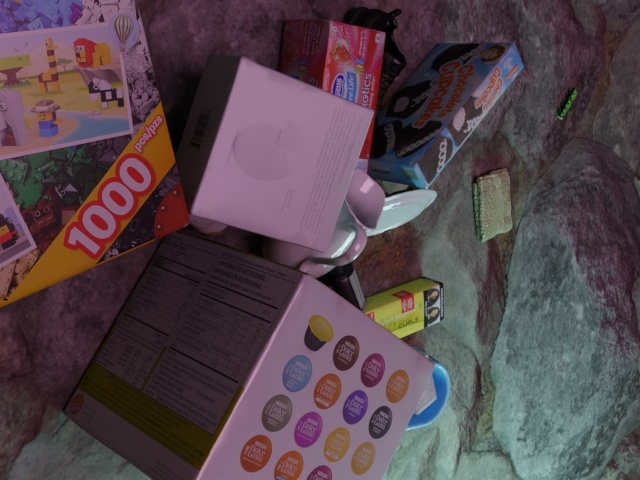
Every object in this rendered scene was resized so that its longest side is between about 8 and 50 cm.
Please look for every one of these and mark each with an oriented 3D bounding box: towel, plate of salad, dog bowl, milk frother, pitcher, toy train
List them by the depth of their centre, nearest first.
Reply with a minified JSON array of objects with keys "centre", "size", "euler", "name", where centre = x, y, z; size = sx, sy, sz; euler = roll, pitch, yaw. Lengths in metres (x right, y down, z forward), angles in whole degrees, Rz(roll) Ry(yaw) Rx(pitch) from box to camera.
[{"centre":[0.000,0.000,1.391],"size":[0.125,0.207,0.177],"euler":[42,35,-23],"name":"pitcher"},{"centre":[-0.002,0.087,1.539],"size":[0.143,0.129,0.134],"euler":[-15,118,9],"name":"milk frother"},{"centre":[0.112,-0.055,1.549],"size":[0.200,0.200,0.048],"euler":[-7,70,-40],"name":"plate of salad"},{"centre":[0.145,0.306,1.726],"size":[0.297,0.074,0.165],"euler":[0,101,-41],"name":"dog bowl"},{"centre":[0.372,-0.077,1.861],"size":[0.110,0.027,0.148],"euler":[-21,114,-35],"name":"towel"},{"centre":[0.563,-0.312,1.979],"size":[0.083,0.017,0.023],"euler":[-59,141,-14],"name":"toy train"}]

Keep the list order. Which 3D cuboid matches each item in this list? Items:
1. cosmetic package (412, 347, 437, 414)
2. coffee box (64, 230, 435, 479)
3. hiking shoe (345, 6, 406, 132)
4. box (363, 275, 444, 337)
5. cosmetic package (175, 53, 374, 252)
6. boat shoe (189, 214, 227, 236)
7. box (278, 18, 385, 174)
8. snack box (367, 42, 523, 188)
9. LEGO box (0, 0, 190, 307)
[{"centre":[0.094,0.222,1.547],"size":[0.060,0.239,0.098],"euler":[-30,120,-34],"name":"cosmetic package"},{"centre":[-0.102,0.224,1.307],"size":[0.338,0.338,0.334],"euler":[38,75,-41],"name":"coffee box"},{"centre":[0.091,-0.289,1.499],"size":[0.086,0.114,0.226],"euler":[-11,108,-39],"name":"hiking shoe"},{"centre":[0.145,0.143,1.694],"size":[0.232,0.058,0.087],"euler":[-15,111,-38],"name":"box"},{"centre":[-0.076,-0.125,1.254],"size":[0.225,0.138,0.224],"euler":[17,94,-29],"name":"cosmetic package"},{"centre":[-0.132,-0.142,1.351],"size":[0.096,0.098,0.277],"euler":[40,75,-41],"name":"boat shoe"},{"centre":[0.008,-0.230,1.435],"size":[0.128,0.123,0.256],"euler":[-1,101,-42],"name":"box"},{"centre":[0.203,-0.235,1.563],"size":[0.322,0.187,0.060],"euler":[-50,127,-21],"name":"snack box"},{"centre":[-0.445,-0.113,1.017],"size":[0.500,0.193,0.372],"euler":[-27,118,-34],"name":"LEGO box"}]
